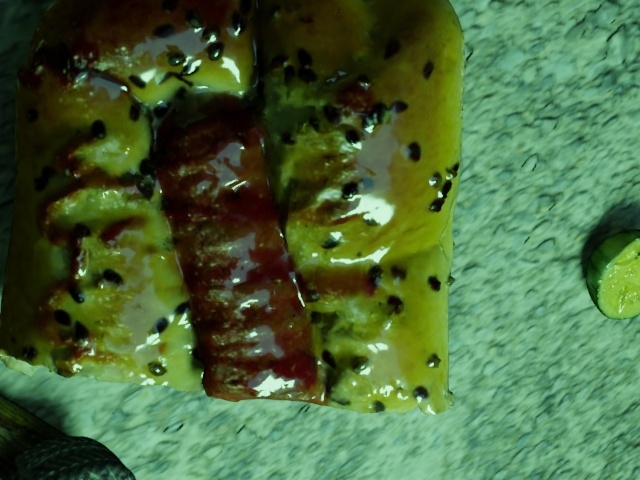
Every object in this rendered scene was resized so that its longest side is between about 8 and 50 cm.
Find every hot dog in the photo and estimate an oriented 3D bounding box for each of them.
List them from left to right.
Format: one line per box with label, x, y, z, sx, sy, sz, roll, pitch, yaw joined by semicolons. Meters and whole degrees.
hot dog;-0.058;-0.056;1.185;0.367;0.196;0.365;5;94;-4

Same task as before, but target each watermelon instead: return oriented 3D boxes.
watermelon;0.328;0.030;1.645;0.105;0.062;0.105;-18;129;-23

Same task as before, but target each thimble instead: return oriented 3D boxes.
thimble;-0.214;0.221;1.303;0.104;0.066;0.095;9;109;-44

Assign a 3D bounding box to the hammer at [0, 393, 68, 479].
hammer;-0.325;0.126;1.254;0.242;0.095;0.409;-48;135;-4
